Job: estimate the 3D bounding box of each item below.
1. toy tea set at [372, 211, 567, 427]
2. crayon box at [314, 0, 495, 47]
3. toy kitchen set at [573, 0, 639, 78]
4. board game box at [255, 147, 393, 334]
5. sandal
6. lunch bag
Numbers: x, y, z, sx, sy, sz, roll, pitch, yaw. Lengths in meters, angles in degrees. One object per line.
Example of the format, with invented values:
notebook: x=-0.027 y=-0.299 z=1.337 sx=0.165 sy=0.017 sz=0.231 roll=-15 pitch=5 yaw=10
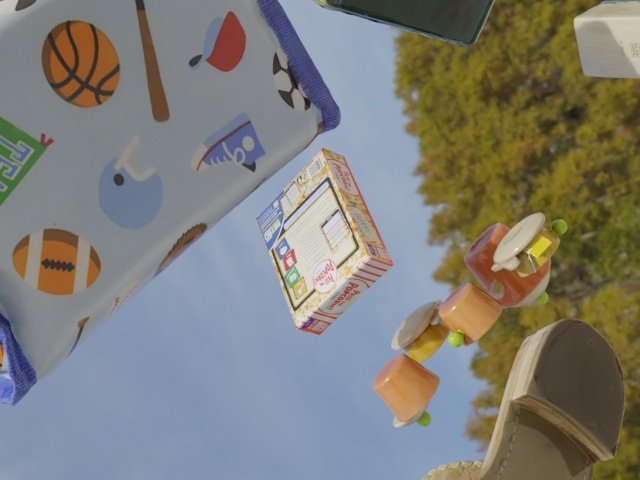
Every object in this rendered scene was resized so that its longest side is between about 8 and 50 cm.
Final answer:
toy tea set: x=0.205 y=0.113 z=1.389 sx=0.124 sy=0.336 sz=0.200 roll=43 pitch=178 yaw=-6
crayon box: x=-0.012 y=-0.239 z=0.442 sx=0.081 sy=0.202 sz=0.318 roll=5 pitch=-151 yaw=-39
toy kitchen set: x=0.288 y=-0.255 z=0.841 sx=0.166 sy=0.122 sz=0.207 roll=-32 pitch=-62 yaw=-29
board game box: x=0.000 y=0.000 z=1.360 sx=0.045 sy=0.147 sz=0.193 roll=19 pitch=-143 yaw=-41
sandal: x=0.080 y=0.141 z=0.518 sx=0.088 sy=0.079 sz=0.240 roll=42 pitch=-131 yaw=-8
lunch bag: x=-0.235 y=-0.055 z=0.781 sx=0.328 sy=0.385 sz=0.239 roll=-43 pitch=-64 yaw=-37
